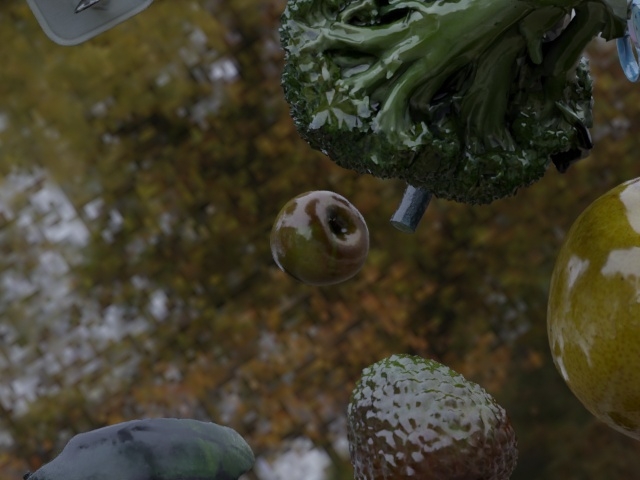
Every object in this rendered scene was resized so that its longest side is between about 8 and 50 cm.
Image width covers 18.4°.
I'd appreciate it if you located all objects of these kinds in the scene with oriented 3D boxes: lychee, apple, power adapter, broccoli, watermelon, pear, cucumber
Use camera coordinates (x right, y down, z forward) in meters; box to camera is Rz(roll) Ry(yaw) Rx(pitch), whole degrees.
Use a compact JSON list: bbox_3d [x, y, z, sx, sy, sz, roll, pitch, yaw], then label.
[{"bbox_3d":[0.075,0.140,1.300,0.114,0.146,0.114,-33,-21,-14],"label":"lychee"},{"bbox_3d":[0.000,0.000,1.763,0.089,0.089,0.074,-25,-24,-41],"label":"apple"},{"bbox_3d":[-0.224,-0.262,1.870,0.125,0.130,0.205,-26,12,8],"label":"power adapter"},{"bbox_3d":[0.104,-0.188,1.534,0.303,0.321,0.283,-14,-2,-38],"label":"broccoli"},{"bbox_3d":[-0.220,0.276,2.182,0.301,0.123,0.129,-20,-26,-3],"label":"watermelon"},{"bbox_3d":[0.271,0.059,1.527,0.209,0.209,0.209,-33,-10,-7],"label":"pear"},{"bbox_3d":[0.117,-0.070,2.175,0.032,0.032,0.133,111,-176,-72],"label":"cucumber"}]

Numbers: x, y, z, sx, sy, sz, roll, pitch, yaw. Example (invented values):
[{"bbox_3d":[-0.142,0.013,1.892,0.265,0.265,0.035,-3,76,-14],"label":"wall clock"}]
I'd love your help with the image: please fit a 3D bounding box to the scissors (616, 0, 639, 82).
[{"bbox_3d":[0.348,-0.226,2.081,0.030,0.125,0.256,-16,8,-6],"label":"scissors"}]
